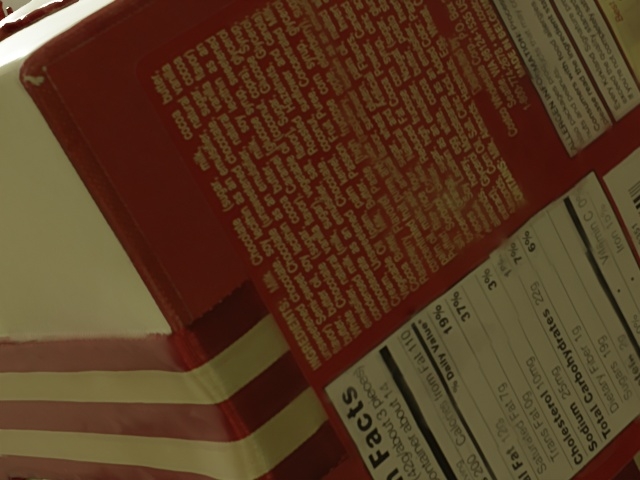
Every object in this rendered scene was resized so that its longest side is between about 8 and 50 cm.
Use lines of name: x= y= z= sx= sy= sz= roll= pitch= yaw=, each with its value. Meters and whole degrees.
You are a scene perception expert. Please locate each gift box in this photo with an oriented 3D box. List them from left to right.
gift box: x=0.000 y=0.000 z=0.579 sx=0.258 sy=0.276 sz=0.255 roll=-8 pitch=-70 yaw=56
